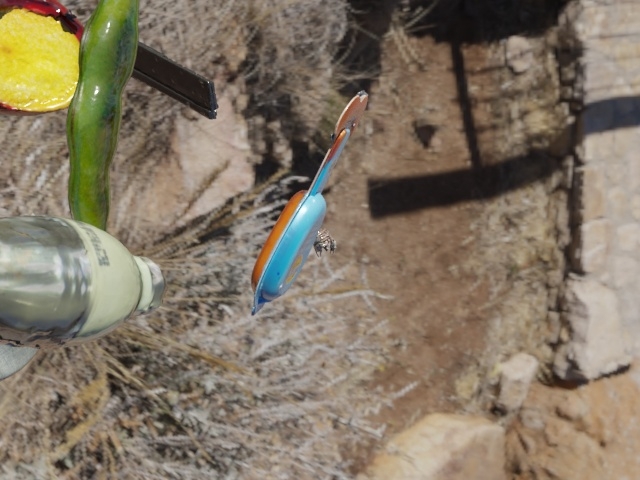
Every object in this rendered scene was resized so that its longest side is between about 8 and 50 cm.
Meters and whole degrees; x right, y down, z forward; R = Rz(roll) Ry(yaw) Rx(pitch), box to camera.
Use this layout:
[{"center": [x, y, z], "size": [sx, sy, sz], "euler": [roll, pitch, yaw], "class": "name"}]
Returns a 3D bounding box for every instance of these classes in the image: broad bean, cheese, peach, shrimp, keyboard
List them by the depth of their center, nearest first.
[{"center": [-0.201, -0.117, 0.869], "size": [0.060, 0.043, 0.297], "euler": [6, 93, -59], "class": "broad bean"}, {"center": [-0.013, -0.035, 0.972], "size": [0.037, 0.106, 0.256], "euler": [27, 103, 9], "class": "cheese"}, {"center": [-0.425, -0.262, 1.322], "size": [0.226, 0.196, 0.189], "euler": [19, 57, 7], "class": "peach"}, {"center": [-0.240, -0.260, 1.514], "size": [0.023, 0.231, 0.072], "euler": [-33, 138, -32], "class": "keyboard"}, {"center": [0.004, 0.001, 1.529], "size": [0.092, 0.038, 0.029], "euler": [68, 25, -64], "class": "shrimp"}]

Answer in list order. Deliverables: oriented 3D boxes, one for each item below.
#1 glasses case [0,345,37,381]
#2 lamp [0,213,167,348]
[{"center": [-0.563, 0.072, 1.504], "size": [0.323, 0.074, 0.131], "euler": [62, 20, -11], "class": "glasses case"}, {"center": [-0.206, 0.031, 0.705], "size": [0.250, 0.101, 0.101], "euler": [5, 93, -58], "class": "lamp"}]
